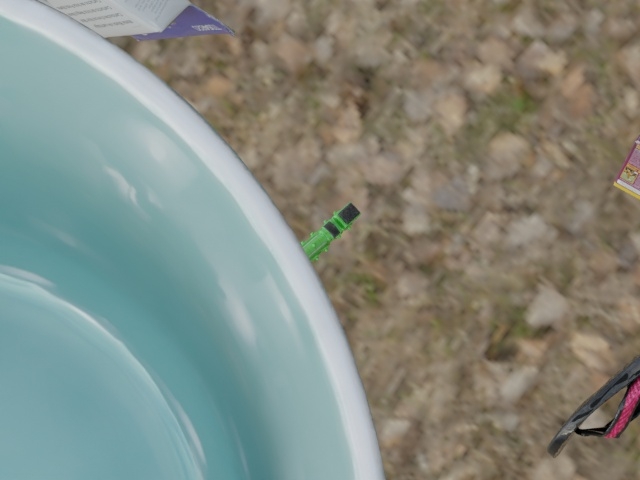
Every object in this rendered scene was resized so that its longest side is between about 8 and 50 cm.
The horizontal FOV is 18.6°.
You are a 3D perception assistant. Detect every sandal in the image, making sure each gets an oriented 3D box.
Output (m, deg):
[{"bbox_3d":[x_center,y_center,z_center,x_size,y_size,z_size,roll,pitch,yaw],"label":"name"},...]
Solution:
[{"bbox_3d":[0.254,0.125,1.597,0.040,0.067,0.179,47,110,6],"label":"sandal"}]

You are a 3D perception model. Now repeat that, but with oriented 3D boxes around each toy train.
[{"bbox_3d":[0.000,0.000,1.383,0.083,0.017,0.024,-43,-1,-40],"label":"toy train"}]

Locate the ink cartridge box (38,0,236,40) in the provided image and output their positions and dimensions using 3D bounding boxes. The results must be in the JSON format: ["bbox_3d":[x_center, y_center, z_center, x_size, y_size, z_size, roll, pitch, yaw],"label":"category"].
[{"bbox_3d":[-0.213,-0.218,1.698,0.223,0.224,0.045,6,67,62],"label":"ink cartridge box"}]

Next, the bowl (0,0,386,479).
[{"bbox_3d":[-0.126,0.090,0.532,0.312,0.163,0.311,-1,84,8],"label":"bowl"}]

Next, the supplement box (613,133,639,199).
[{"bbox_3d":[0.325,-0.076,1.892,0.055,0.083,0.043,30,61,7],"label":"supplement box"}]
